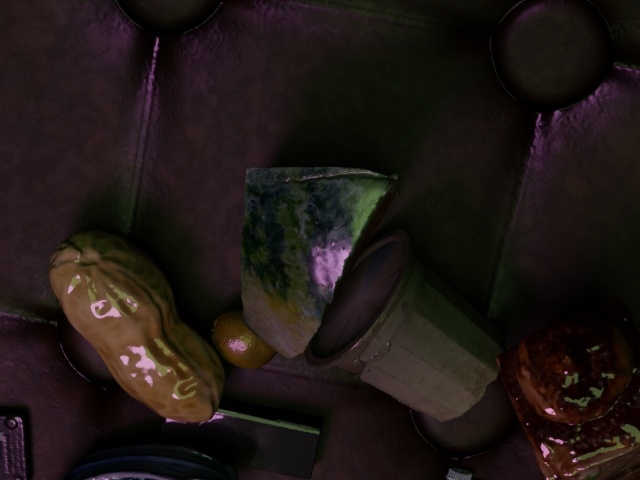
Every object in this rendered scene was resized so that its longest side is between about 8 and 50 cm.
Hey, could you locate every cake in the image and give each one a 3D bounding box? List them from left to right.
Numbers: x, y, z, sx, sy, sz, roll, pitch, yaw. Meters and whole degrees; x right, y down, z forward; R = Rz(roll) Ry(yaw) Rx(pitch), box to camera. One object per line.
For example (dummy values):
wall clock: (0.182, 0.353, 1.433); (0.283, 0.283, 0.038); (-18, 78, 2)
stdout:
cake: (0.344, 0.195, 1.402); (0.196, 0.293, 0.199); (-27, 69, 10)

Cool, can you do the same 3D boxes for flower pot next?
flower pot: (0.114, 0.128, 1.473); (0.202, 0.212, 0.212); (39, 104, -18)

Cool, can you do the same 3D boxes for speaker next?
speaker: (-0.109, 0.267, 1.592); (0.218, 0.044, 0.082); (12, 105, 0)

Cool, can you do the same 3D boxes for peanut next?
peanut: (-0.239, 0.117, 1.507); (0.147, 0.147, 0.306); (-29, 104, 10)

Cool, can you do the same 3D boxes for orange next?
orange: (-0.101, 0.130, 1.532); (0.095, 0.085, 0.085); (9, 106, -15)

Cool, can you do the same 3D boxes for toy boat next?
toy boat: (-0.247, 0.355, 1.553); (0.309, 0.142, 0.129); (-7, 132, 18)

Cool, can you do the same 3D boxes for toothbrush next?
toothbrush: (0.285, 0.352, 1.608); (0.219, 0.016, 0.019); (14, 119, 0)

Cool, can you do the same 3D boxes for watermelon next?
watermelon: (0.000, 0.000, 1.422); (0.193, 0.232, 0.310); (6, 134, 1)

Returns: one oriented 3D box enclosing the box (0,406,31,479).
box: (-0.477, 0.299, 1.630); (0.126, 0.027, 0.125); (1, 106, 3)
